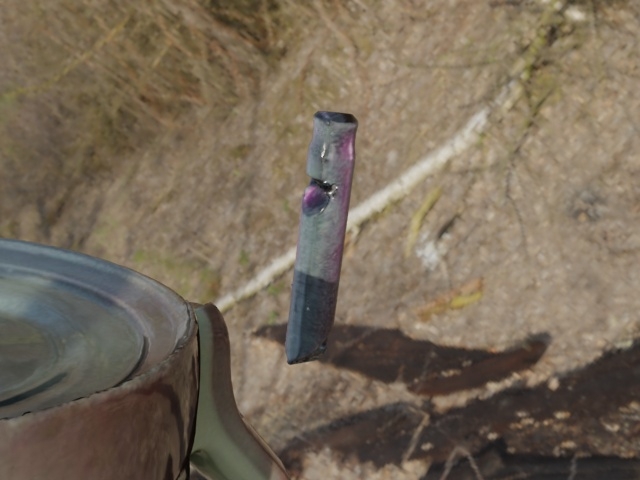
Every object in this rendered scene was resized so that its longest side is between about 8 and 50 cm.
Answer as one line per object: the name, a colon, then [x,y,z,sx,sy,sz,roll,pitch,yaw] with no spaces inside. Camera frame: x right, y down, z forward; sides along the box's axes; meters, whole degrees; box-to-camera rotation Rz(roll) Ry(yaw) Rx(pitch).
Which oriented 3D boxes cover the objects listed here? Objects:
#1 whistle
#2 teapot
whistle: [0.000,0.000,0.668,0.033,0.033,0.176,-131,46,-67]
teapot: [-0.147,0.167,0.445,0.233,0.315,0.312,26,114,49]
